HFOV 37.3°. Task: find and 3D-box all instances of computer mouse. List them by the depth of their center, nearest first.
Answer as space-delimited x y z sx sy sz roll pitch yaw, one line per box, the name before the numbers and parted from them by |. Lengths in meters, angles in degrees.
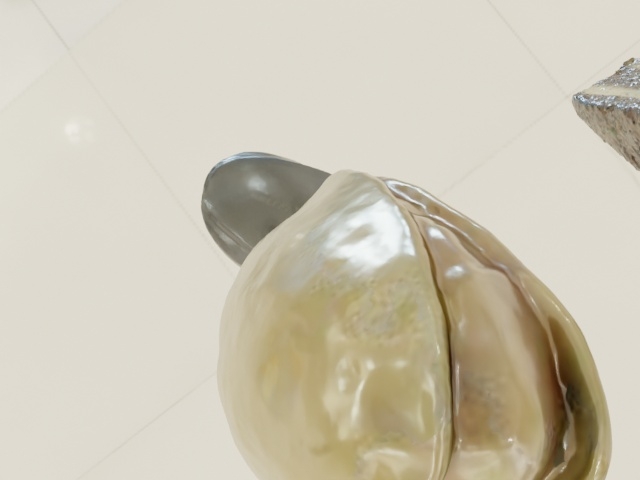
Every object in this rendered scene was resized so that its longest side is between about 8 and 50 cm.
computer mouse | 0.000 0.000 1.010 0.269 0.086 0.138 32 71 -27

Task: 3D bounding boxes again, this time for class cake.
cake | 0.370 -0.111 0.995 0.112 0.246 0.135 -31 105 -4

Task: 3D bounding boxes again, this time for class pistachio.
pistachio | 0.031 0.057 0.492 0.162 0.293 0.182 4 99 -12
